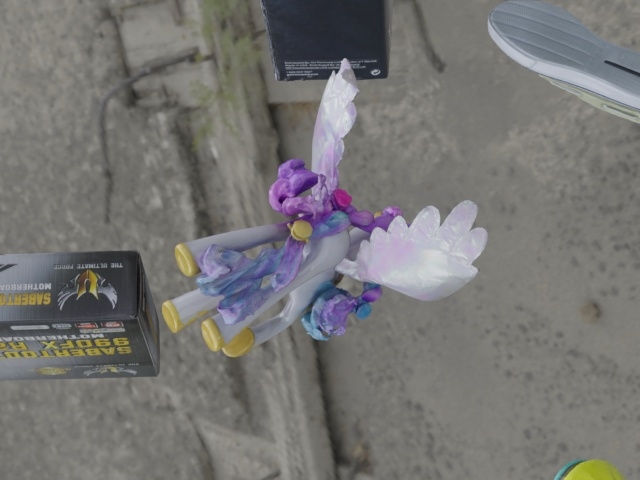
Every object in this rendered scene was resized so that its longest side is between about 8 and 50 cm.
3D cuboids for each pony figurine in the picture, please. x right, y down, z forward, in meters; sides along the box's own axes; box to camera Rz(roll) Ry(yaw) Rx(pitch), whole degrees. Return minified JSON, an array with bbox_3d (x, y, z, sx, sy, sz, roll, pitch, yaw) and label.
[{"bbox_3d":[0.000,0.000,1.315,0.302,0.364,0.351,58,157,16],"label":"pony figurine"}]

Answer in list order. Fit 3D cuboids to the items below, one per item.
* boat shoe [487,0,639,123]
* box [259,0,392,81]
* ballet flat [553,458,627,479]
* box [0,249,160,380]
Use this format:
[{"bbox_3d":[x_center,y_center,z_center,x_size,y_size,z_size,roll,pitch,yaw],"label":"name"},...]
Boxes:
[{"bbox_3d":[0.378,-0.256,1.580,0.302,0.109,0.094,34,160,23],"label":"boat shoe"},{"bbox_3d":[0.012,-0.427,1.506,0.294,0.183,0.296,77,-166,-64],"label":"box"},{"bbox_3d":[0.282,0.270,0.991,0.077,0.077,0.231,32,167,40],"label":"ballet flat"},{"bbox_3d":[-0.250,0.066,0.852,0.183,0.231,0.056,101,167,-68],"label":"box"}]
